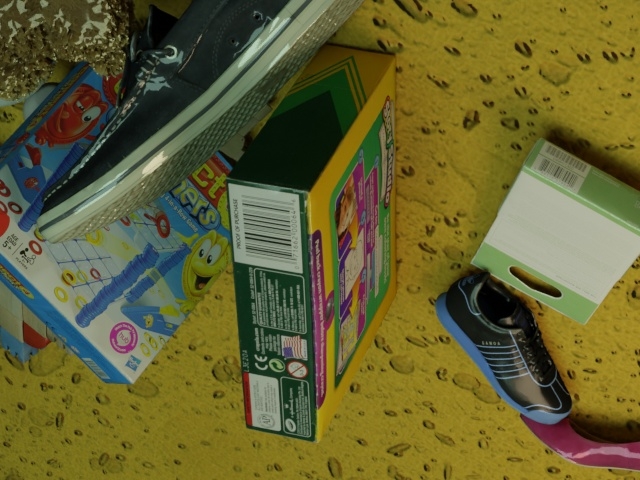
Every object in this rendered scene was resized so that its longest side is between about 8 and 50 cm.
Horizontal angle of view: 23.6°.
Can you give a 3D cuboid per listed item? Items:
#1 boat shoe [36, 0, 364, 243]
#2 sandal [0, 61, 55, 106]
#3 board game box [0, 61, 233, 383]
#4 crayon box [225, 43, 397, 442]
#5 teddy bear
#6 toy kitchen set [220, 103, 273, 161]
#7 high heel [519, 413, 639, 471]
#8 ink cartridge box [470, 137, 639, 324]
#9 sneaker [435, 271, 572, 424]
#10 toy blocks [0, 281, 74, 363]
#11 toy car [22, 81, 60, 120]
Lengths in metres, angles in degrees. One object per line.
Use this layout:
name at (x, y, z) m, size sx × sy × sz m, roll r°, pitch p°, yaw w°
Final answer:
boat shoe at (-0.154, -0.191, 1.765) m, size 0.500 × 0.187 × 0.156 m, roll -44°, pitch 84°, yaw 9°
sandal at (-0.389, -0.370, 1.900) m, size 0.169 × 0.102 × 0.416 m, roll 6°, pitch 114°, yaw 6°
board game box at (-0.261, -0.033, 1.915) m, size 0.308 × 0.302 × 0.086 m, roll 48°, pitch 154°, yaw -22°
crayon box at (0.000, 0.000, 1.826) m, size 0.106 × 0.313 × 0.363 m, roll 10°, pitch 127°, yaw 16°
teddy bear at (-0.375, -0.281, 1.834) m, size 0.338 × 0.113 × 0.245 m, roll -16°, pitch 102°, yaw 21°
toy kitchen set at (-0.098, -0.154, 1.958) m, size 0.083 × 0.075 × 0.068 m, roll -42°, pitch 58°, yaw 9°
high heel at (0.385, 0.253, 2.000) m, size 0.244 × 0.082 × 0.117 m, roll 30°, pitch 101°, yaw 22°
ink cartridge box at (0.294, -0.006, 1.851) m, size 0.171 × 0.056 × 0.235 m, roll 29°, pitch 151°, yaw 5°
sneaker at (0.251, 0.138, 1.959) m, size 0.232 × 0.081 × 0.090 m, roll 44°, pitch 138°, yaw -8°
toy blocks at (-0.418, 0.052, 2.155) m, size 0.381 × 0.191 × 0.261 m, roll 33°, pitch 142°, yaw 21°
toy car at (-0.325, -0.108, 2.008) m, size 0.136 × 0.182 × 0.159 m, roll 9°, pitch 157°, yaw 1°
